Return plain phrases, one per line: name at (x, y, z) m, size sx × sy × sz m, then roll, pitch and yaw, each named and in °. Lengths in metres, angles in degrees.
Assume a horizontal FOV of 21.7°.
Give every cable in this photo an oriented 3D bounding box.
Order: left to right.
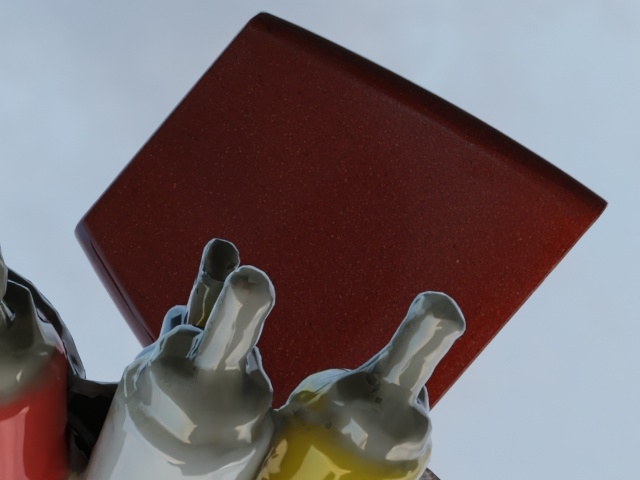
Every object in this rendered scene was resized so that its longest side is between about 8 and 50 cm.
cable at (-0.064, 0.110, 0.411) m, size 0.139 × 0.287 × 0.072 m, roll 11°, pitch -150°, yaw -4°

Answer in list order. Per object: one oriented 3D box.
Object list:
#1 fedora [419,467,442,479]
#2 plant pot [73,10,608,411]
fedora at (-0.029, 0.210, 0.706) m, size 0.275 × 0.243 × 0.124 m, roll 4°, pitch -164°, yaw -23°
plant pot at (0.000, 0.000, 1.081) m, size 0.236 × 0.267 × 0.267 m, roll 41°, pitch -176°, yaw 2°
